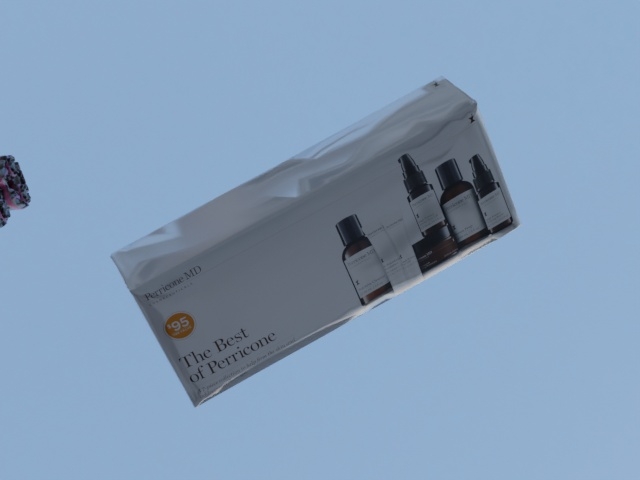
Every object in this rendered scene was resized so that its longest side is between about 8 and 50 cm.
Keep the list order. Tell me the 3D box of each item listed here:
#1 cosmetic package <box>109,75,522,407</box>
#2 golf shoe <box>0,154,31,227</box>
[{"bbox_3d":[0.000,0.000,0.916,0.239,0.060,0.099,-29,-61,-7],"label":"cosmetic package"},{"bbox_3d":[-0.336,-0.034,1.389,0.086,0.186,0.068,-20,-86,5],"label":"golf shoe"}]
